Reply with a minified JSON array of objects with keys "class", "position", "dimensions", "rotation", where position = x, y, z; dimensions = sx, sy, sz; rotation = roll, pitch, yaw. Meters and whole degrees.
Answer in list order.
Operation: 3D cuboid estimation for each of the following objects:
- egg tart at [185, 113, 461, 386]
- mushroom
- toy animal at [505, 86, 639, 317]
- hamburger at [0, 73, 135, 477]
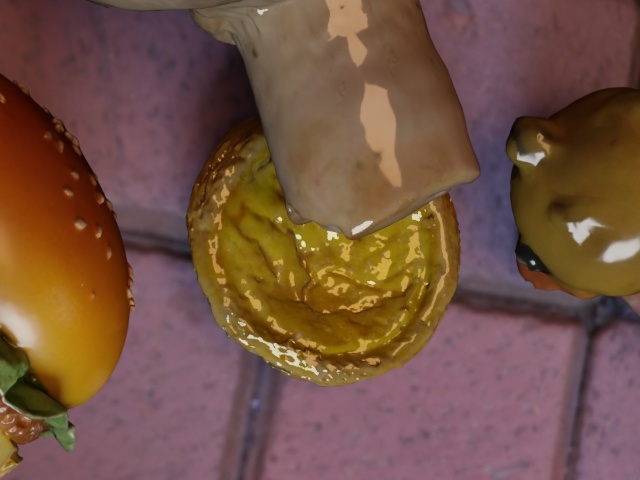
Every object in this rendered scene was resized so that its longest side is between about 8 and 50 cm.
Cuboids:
[{"class":"egg tart","position":[0.000,0.000,0.777],"dimensions":[0.191,0.074,0.191],"rotation":[0,90,-19]},{"class":"mushroom","position":[-0.017,-0.151,0.663],"dimensions":[0.292,0.292,0.290],"rotation":[-16,103,-19]},{"class":"toy animal","position":[0.243,-0.008,0.819],"dimensions":[0.281,0.169,0.195],"rotation":[20,41,-14]},{"class":"hamburger","position":[-0.193,0.006,0.629],"dimensions":[0.170,0.246,0.246],"rotation":[-39,103,-17]}]
